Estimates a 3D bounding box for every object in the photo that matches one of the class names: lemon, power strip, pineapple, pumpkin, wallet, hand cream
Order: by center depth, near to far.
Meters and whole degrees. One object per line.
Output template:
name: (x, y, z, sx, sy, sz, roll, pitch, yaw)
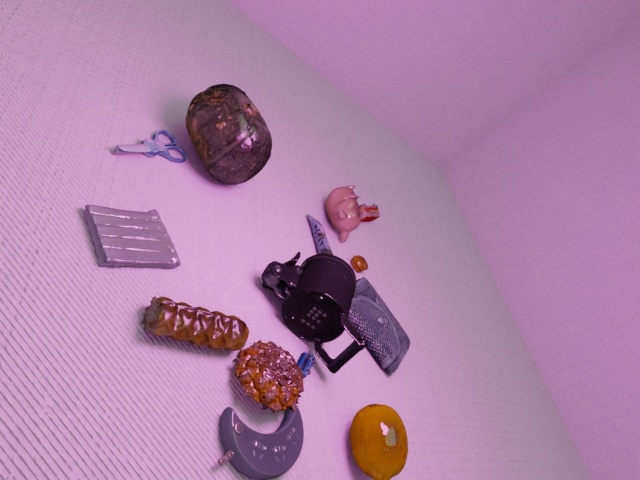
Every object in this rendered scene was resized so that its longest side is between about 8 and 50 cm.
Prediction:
power strip: (-0.137, 0.471, 0.977, 0.253, 0.054, 0.168, 16, 45, -46)
pineapple: (-0.122, 0.338, 1.068, 0.224, 0.076, 0.225, 33, 17, -12)
lemon: (0.165, 0.567, 1.171, 0.170, 0.170, 0.208, 26, 45, -36)
pumpkin: (-0.312, -0.363, 1.406, 0.328, 0.257, 0.291, 54, 18, -7)
wallet: (0.214, 0.314, 1.589, 0.342, 0.075, 0.237, 55, 34, 5)
hand cream: (0.000, 0.000, 1.660, 0.088, 0.055, 0.256, 28, 32, -41)

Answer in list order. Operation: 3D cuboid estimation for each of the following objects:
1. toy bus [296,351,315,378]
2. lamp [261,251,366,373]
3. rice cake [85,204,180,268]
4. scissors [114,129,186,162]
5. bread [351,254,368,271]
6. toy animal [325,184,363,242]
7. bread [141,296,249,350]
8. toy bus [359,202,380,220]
toy bus: (-0.049, 0.368, 1.216, 0.046, 0.038, 0.083, 45, 31, -6)
lamp: (0.013, 0.181, 1.323, 0.374, 0.205, 0.272, 44, 34, 9)
rice cake: (-0.472, -0.008, 1.049, 0.198, 0.037, 0.190, -4, 61, -55)
scissors: (-0.523, -0.285, 1.276, 0.125, 0.030, 0.256, 54, 28, 2)
bread: (0.166, 0.098, 1.771, 0.083, 0.046, 0.081, 31, 34, -29)
toy animal: (0.103, -0.137, 1.827, 0.167, 0.153, 0.250, 58, 17, -36)
bread: (-0.292, 0.209, 1.015, 0.269, 0.098, 0.087, 25, 82, -38)
toy bus: (0.229, -0.136, 2.072, 0.174, 0.079, 0.077, -6, 72, -54)
